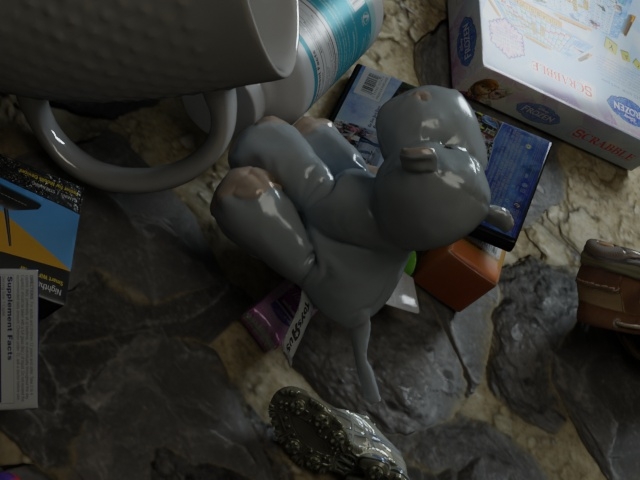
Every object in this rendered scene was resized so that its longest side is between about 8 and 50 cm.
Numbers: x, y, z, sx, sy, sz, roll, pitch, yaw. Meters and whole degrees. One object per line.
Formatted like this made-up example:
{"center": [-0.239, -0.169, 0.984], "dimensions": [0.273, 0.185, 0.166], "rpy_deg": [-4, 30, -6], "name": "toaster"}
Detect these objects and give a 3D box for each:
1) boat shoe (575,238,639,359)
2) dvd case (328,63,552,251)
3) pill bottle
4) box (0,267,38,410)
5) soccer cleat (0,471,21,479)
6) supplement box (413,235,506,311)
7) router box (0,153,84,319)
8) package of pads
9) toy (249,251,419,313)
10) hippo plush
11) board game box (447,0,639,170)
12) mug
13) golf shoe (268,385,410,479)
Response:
{"center": [0.417, 0.097, 2.147], "dimensions": [0.324, 0.123, 0.116], "rpy_deg": [24, 84, -39], "name": "boat shoe"}
{"center": [0.128, -0.098, 1.999], "dimensions": [0.253, 0.022, 0.180], "rpy_deg": [23, 49, 3], "name": "dvd case"}
{"center": [-0.047, -0.212, 1.906], "dimensions": [0.146, 0.146, 0.264], "rpy_deg": [48, 44, -6], "name": "pill bottle"}
{"center": [-0.321, 0.086, 1.514], "dimensions": [0.137, 0.072, 0.126], "rpy_deg": [2, 87, -39], "name": "box"}
{"center": [-0.279, 0.308, 1.438], "dimensions": [0.095, 0.083, 0.248], "rpy_deg": [10, 61, -31], "name": "soccer cleat"}
{"center": [0.181, -0.032, 2.038], "dimensions": [0.080, 0.078, 0.233], "rpy_deg": [35, 46, -13], "name": "supplement box"}
{"center": [-0.317, -0.018, 1.624], "dimensions": [0.179, 0.046, 0.133], "rpy_deg": [22, 56, -29], "name": "router box"}
{"center": [-0.042, 0.077, 1.813], "dimensions": [0.050, 0.032, 0.083], "rpy_deg": [54, 44, -3], "name": "package of pads"}
{"center": [0.000, 0.000, 1.880], "dimensions": [0.237, 0.056, 0.137], "rpy_deg": [18, 51, -34], "name": "toy"}
{"center": [0.044, -0.046, 1.728], "dimensions": [0.234, 0.236, 0.294], "rpy_deg": [28, 47, -27], "name": "hippo plush"}
{"center": [0.307, -0.286, 2.309], "dimensions": [0.318, 0.066, 0.318], "rpy_deg": [21, 52, -30], "name": "board game box"}
{"center": [-0.201, -0.221, 1.668], "dimensions": [0.276, 0.328, 0.374], "rpy_deg": [-72, 152, -65], "name": "mug"}
{"center": [0.018, 0.201, 1.779], "dimensions": [0.176, 0.069, 0.086], "rpy_deg": [42, 25, -16], "name": "golf shoe"}
